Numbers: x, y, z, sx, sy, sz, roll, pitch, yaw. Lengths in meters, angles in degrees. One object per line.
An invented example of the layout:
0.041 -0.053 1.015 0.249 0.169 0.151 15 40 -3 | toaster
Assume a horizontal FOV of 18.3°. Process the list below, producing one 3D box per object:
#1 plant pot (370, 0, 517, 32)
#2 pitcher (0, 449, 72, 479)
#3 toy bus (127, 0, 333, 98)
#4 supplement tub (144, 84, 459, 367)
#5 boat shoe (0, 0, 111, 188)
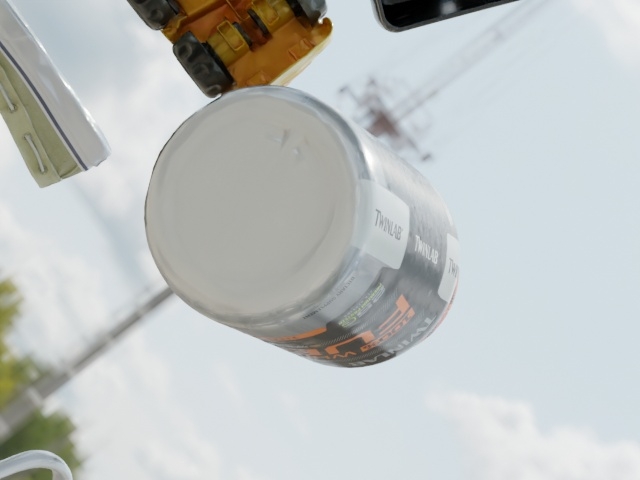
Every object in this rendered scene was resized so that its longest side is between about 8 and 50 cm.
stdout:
0.106 -0.277 1.650 0.167 0.188 0.187 -174 -111 -82 | plant pot
-0.288 0.224 1.493 0.125 0.178 0.207 19 -6 43 | pitcher
-0.090 -0.218 1.923 0.220 0.149 0.211 52 -5 14 | toy bus
0.000 0.000 1.761 0.207 0.207 0.338 46 7 23 | supplement tub
-0.330 -0.177 2.078 0.302 0.094 0.109 57 -2 -29 | boat shoe
